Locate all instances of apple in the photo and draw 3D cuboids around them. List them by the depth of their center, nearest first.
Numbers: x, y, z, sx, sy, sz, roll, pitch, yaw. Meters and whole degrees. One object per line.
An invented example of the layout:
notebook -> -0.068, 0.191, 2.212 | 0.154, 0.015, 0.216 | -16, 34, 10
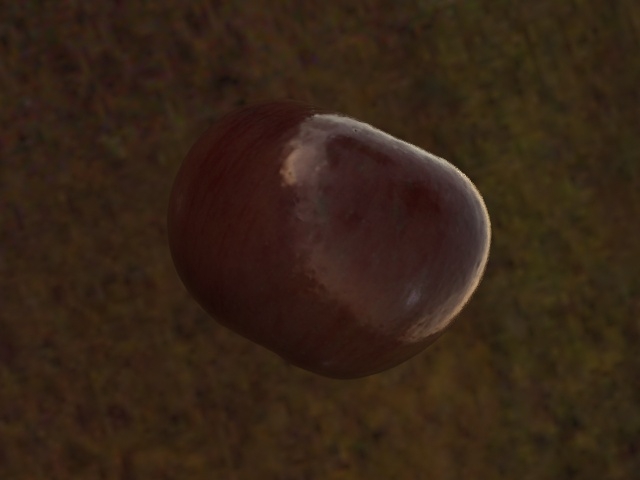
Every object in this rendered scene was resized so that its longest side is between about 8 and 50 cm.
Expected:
apple -> 0.000, 0.000, 0.914 | 0.120, 0.153, 0.153 | -65, 155, 2
